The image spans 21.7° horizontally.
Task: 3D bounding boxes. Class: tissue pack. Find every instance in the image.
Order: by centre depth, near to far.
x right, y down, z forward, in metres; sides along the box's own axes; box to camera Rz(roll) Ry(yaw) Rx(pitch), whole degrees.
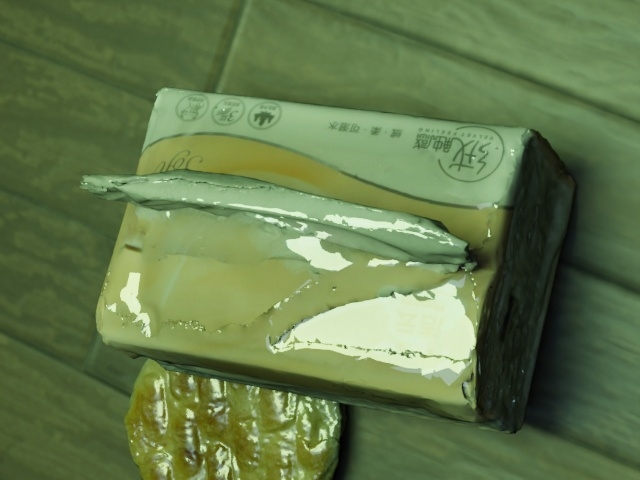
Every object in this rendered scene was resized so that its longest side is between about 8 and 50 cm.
[{"bbox_3d":[0.000,0.000,1.214,0.305,0.238,0.239,9,94,23],"label":"tissue pack"}]

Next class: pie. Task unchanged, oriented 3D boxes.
[{"bbox_3d":[-0.069,0.156,1.357,0.195,0.046,0.195,-1,88,24],"label":"pie"}]
